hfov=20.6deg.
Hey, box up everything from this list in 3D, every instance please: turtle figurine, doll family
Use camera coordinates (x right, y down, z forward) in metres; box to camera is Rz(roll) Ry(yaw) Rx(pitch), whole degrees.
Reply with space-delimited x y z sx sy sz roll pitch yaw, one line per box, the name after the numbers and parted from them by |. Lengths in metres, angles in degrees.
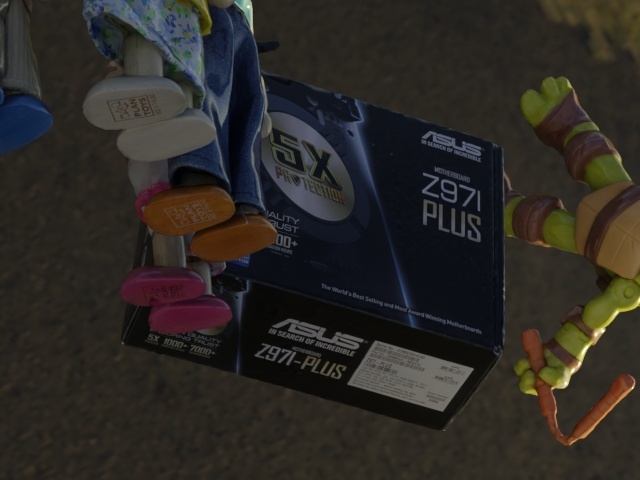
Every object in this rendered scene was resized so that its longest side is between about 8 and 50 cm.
0.193 -0.020 1.098 0.087 0.269 0.217 21 16 -39 | turtle figurine
-0.057 -0.086 0.670 0.263 0.118 0.163 53 26 -59 | doll family

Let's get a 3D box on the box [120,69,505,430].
0.000 0.000 0.915 0.180 0.077 0.147 17 47 -12 | box
